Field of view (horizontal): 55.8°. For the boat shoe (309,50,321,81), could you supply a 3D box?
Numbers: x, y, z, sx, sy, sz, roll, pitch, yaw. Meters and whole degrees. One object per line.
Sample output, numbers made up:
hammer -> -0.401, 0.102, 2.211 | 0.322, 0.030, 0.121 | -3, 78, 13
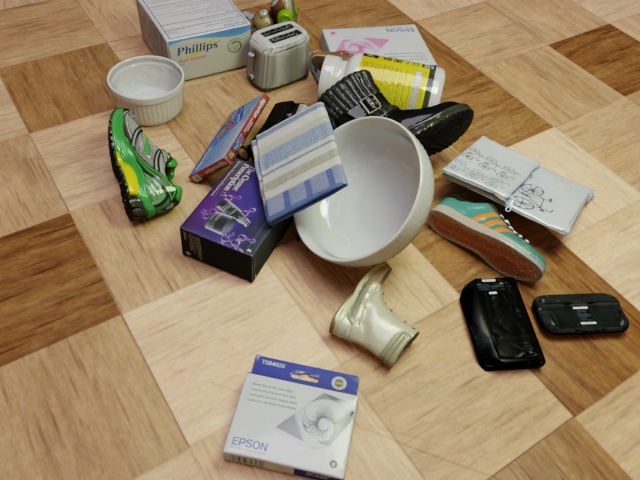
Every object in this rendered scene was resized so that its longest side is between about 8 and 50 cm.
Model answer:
boat shoe -> -0.001, -0.535, 1.880 | 0.040, 0.049, 0.142 | 5, 48, -27

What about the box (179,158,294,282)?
box -> -0.177, -0.053, 1.407 | 0.184, 0.103, 0.261 | 22, 51, 10

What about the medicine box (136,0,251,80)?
medicine box -> -0.391, -0.648, 1.866 | 0.263, 0.149, 0.289 | -20, 54, -21

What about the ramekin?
ramekin -> -0.478, -0.410, 1.679 | 0.207, 0.109, 0.207 | 3, 48, -3

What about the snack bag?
snack bag -> 0.514, -0.150, 1.543 | 0.342, 0.037, 0.323 | 31, 37, 20

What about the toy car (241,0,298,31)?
toy car -> -0.173, -0.730, 1.976 | 0.188, 0.149, 0.155 | -3, 59, 7

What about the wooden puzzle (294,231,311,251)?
wooden puzzle -> 0.000, 0.000, 1.433 | 0.116, 0.014, 0.079 | -3, 49, -8

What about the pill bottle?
pill bottle -> 0.168, -0.420, 1.697 | 0.333, 0.188, 0.188 | 13, 49, 5

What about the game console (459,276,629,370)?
game console -> 0.495, 0.175, 1.312 | 0.361, 0.044, 0.213 | -2, 51, -6

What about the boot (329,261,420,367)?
boot -> 0.138, 0.152, 1.275 | 0.165, 0.077, 0.213 | 29, 55, 17

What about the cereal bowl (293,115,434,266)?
cereal bowl -> 0.108, -0.094, 1.348 | 0.338, 0.141, 0.339 | -15, 63, 32

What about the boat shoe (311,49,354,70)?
boat shoe -> 0.059, -0.528, 1.786 | 0.177, 0.064, 0.060 | 7, 58, -12

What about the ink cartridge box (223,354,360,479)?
ink cartridge box -> -0.045, 0.320, 1.130 | 0.223, 0.045, 0.224 | 10, 49, 4

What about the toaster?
toaster -> -0.118, -0.558, 1.816 | 0.227, 0.146, 0.129 | -27, 57, -26

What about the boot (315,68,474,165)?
boot -> 0.186, -0.331, 1.542 | 0.347, 0.131, 0.260 | -23, 62, -11

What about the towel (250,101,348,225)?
towel -> -0.054, -0.179, 1.375 | 0.209, 0.034, 0.285 | -27, 49, 15

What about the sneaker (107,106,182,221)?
sneaker -> -0.440, -0.195, 1.500 | 0.146, 0.134, 0.344 | -13, 60, -24

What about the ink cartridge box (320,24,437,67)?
ink cartridge box -> 0.190, -0.564, 1.905 | 0.324, 0.071, 0.330 | -7, 49, -11

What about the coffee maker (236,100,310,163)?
coffee maker -> -0.114, -0.283, 1.597 | 0.171, 0.120, 0.178 | 16, 49, 9

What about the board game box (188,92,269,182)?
board game box -> -0.235, -0.270, 1.577 | 0.145, 0.027, 0.281 | -18, 36, 38

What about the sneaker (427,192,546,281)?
sneaker -> 0.409, -0.022, 1.429 | 0.302, 0.108, 0.121 | 35, 59, 24
